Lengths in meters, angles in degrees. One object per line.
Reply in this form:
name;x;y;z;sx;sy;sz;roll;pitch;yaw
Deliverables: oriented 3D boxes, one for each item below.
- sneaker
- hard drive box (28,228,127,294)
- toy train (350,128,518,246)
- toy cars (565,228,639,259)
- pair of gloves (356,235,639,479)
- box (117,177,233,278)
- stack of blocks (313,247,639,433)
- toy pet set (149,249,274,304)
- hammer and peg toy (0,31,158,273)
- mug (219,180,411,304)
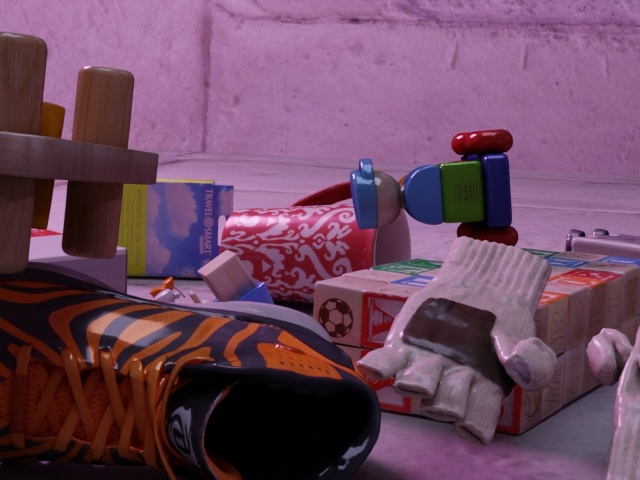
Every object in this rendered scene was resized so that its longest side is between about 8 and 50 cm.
sneaker;-0.115;0.086;0.784;0.321;0.125;0.180;0;8;-15
hard drive box;-0.306;0.047;1.130;0.181;0.089;0.232;11;12;43
toy train;0.095;-0.046;1.273;0.143;0.105;0.248;-4;4;-2
toy cars;0.347;0.045;1.326;0.176;0.087;0.393;5;4;-15
pair of gloves;0.162;0.073;0.854;0.240;0.042;0.204;19;36;19
box;-0.186;-0.014;1.497;0.178;0.109;0.042;2;7;-3
stack of blocks;0.140;0.066;1.095;0.171;0.087;0.297;7;10;31
toy pet set;-0.107;0.065;1.232;0.114;0.065;0.122;-36;14;-10
hammer and peg toy;-0.297;-0.060;0.797;0.361;0.127;0.266;6;2;5
mug;0.000;0.010;1.379;0.169;0.113;0.150;0;18;21
